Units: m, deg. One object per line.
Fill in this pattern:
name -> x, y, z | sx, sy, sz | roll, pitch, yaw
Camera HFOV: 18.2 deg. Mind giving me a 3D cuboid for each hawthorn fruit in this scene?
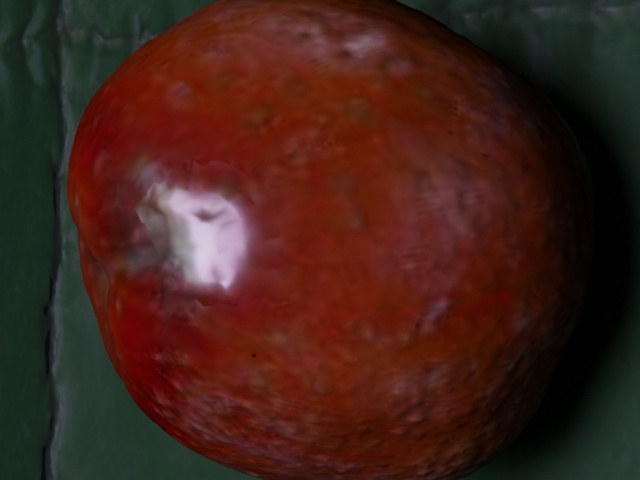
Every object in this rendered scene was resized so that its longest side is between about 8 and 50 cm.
hawthorn fruit -> 0.000, 0.000, 0.645 | 0.173, 0.173, 0.173 | -4, 85, 48
